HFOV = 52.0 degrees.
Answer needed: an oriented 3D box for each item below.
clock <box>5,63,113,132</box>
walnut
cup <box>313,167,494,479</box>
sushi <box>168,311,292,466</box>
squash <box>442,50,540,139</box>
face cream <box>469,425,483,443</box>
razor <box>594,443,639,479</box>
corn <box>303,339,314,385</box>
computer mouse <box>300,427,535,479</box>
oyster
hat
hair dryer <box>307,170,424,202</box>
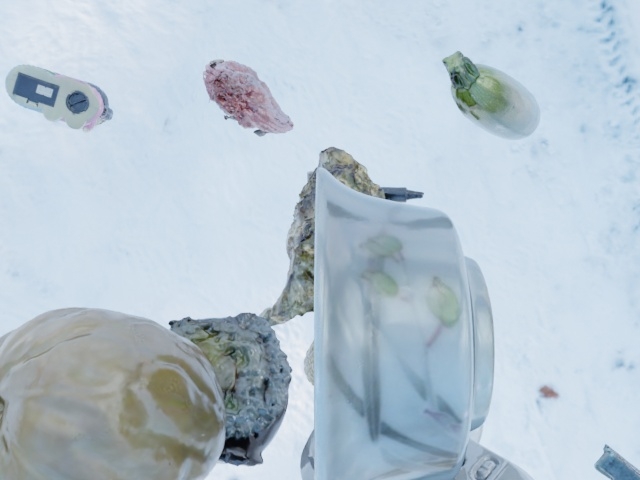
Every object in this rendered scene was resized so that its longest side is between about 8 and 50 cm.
[{"bbox_3d":[-0.526,-0.291,1.341,0.193,0.195,0.100,20,94,-11],"label":"clock"},{"bbox_3d":[-0.253,0.210,0.726,0.296,0.285,0.285,-36,111,20],"label":"walnut"},{"bbox_3d":[0.074,0.101,0.657,0.162,0.347,0.348,0,109,1],"label":"cup"},{"bbox_3d":[-0.168,0.232,0.979,0.238,0.225,0.218,25,143,-22],"label":"sushi"},{"bbox_3d":[0.205,-0.155,0.755,0.252,0.066,0.066,2,116,-58],"label":"squash"},{"bbox_3d":[0.202,0.338,1.245,0.205,0.111,0.206,0,71,0],"label":"face cream"},{"bbox_3d":[0.117,0.167,0.218,0.066,0.190,0.033,38,140,-16],"label":"razor"},{"bbox_3d":[0.026,0.261,1.436,0.119,0.322,0.119,2,70,-7],"label":"corn"},{"bbox_3d":[0.119,0.294,0.754,0.184,0.296,0.121,-39,130,-36],"label":"computer mouse"},{"bbox_3d":[0.019,0.020,1.309,0.204,0.111,0.397,19,94,8],"label":"oyster"},{"bbox_3d":[-0.175,-0.312,1.430,0.236,0.286,0.107,39,105,0],"label":"hat"},{"bbox_3d":[0.093,-0.083,1.412,0.255,0.070,0.129,4,101,16],"label":"hair dryer"}]
